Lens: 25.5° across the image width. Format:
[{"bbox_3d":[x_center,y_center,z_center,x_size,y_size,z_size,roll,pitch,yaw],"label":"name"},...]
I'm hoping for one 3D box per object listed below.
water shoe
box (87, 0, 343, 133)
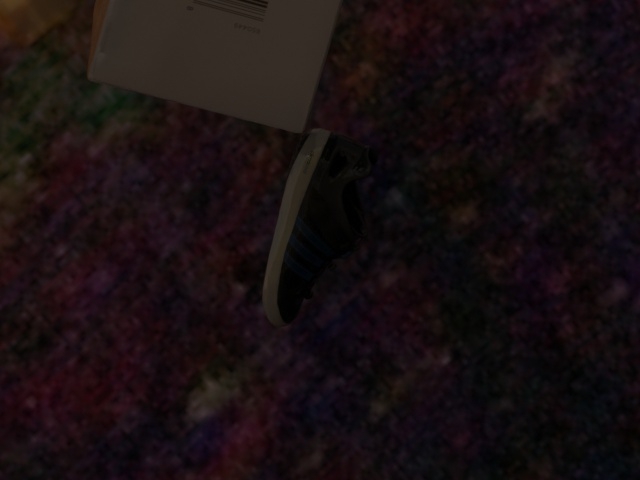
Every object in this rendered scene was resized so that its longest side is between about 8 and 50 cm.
[{"bbox_3d":[0.000,0.000,1.279,0.073,0.080,0.203,-62,-14,-59],"label":"water shoe"},{"bbox_3d":[-0.085,-0.241,1.169,0.345,0.168,0.215,-117,42,-72],"label":"box"}]
